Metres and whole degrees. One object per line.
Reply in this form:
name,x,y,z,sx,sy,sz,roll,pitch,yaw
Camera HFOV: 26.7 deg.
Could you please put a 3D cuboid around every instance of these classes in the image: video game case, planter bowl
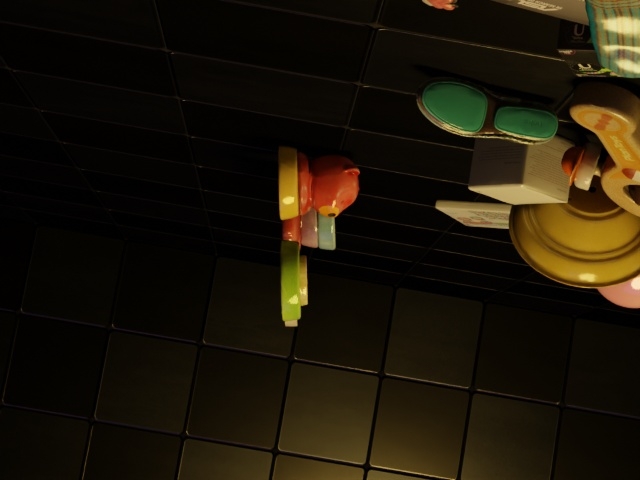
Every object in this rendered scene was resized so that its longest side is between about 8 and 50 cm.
video game case,0.305,-0.044,2.413,0.157,0.019,0.143,5,170,30
planter bowl,0.375,-0.046,1.882,0.217,0.217,0.090,8,141,9

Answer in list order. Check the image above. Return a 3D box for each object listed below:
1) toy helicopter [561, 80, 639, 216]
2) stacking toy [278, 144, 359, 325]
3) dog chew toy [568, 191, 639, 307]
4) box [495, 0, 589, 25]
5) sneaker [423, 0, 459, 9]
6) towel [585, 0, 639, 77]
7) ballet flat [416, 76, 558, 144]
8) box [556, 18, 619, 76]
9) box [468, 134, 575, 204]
toy helicopter,0.385,-0.106,1.679,0.235,0.140,0.355,15,165,37
stacking toy,0.000,0.000,2.238,0.130,0.280,0.309,-1,170,0
dog chew toy,0.506,0.021,2.065,0.331,0.207,0.206,18,171,-2
box,0.300,-0.220,1.036,0.307,0.077,0.242,11,170,-16
sneaker,0.040,-0.251,1.004,0.136,0.116,0.314,10,172,9
towel,0.311,-0.178,0.919,0.271,0.040,0.370,5,170,16
ballet flat,0.197,-0.156,1.652,0.188,0.070,0.070,16,170,-16
box,0.272,-0.196,1.318,0.062,0.052,0.083,4,169,24
box,0.274,-0.101,1.832,0.102,0.087,0.101,17,169,-39
